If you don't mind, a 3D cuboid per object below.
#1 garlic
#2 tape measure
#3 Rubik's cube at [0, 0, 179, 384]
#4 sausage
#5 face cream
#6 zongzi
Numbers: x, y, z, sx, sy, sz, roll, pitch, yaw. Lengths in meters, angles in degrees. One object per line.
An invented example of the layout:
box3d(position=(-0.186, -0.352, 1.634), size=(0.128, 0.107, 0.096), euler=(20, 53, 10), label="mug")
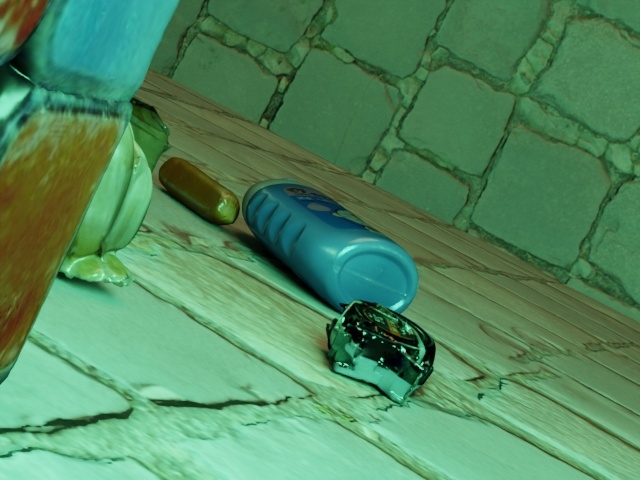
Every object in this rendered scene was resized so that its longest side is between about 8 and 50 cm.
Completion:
box3d(position=(-0.166, -0.068, 0.887), size=(0.127, 0.194, 0.131), euler=(12, 18, -25), label="garlic")
box3d(position=(0.049, 0.084, 1.046), size=(0.091, 0.054, 0.094), euler=(27, 13, -4), label="tape measure")
box3d(position=(-0.240, -0.124, 0.489), size=(0.316, 0.313, 0.318), euler=(27, 6, 8), label="Rubik's cube")
box3d(position=(-0.130, -0.052, 1.447), size=(0.131, 0.041, 0.039), euler=(34, -11, 47), label="sausage")
box3d(position=(0.000, 0.000, 1.366), size=(0.149, 0.083, 0.264), euler=(26, 6, -30), label="face cream")
box3d(position=(-0.265, -0.134, 1.313), size=(0.197, 0.099, 0.194), euler=(32, 3, 26), label="zongzi")
